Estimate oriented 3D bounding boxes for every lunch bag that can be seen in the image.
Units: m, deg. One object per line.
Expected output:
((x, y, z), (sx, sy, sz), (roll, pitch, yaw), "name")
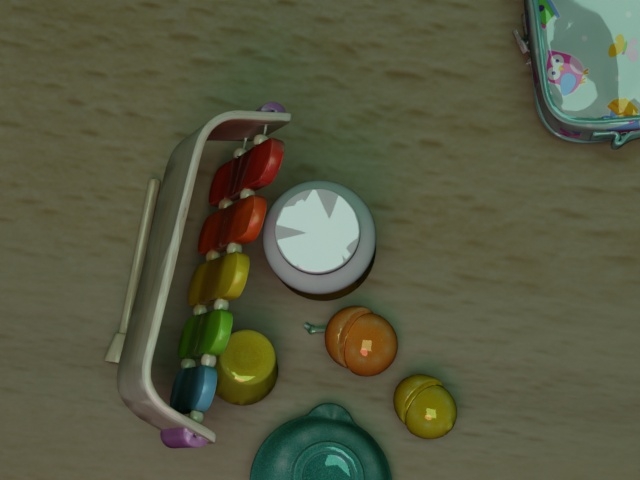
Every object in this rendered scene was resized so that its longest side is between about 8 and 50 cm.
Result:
((0.323, -0.202, 1.591), (0.279, 0.108, 0.224), (-6, 88, 2), "lunch bag")

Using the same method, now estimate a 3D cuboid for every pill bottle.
((0.000, 0.000, 1.543), (0.103, 0.184, 0.103), (0, 85, 2), "pill bottle")

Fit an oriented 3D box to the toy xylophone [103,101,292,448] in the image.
((-0.117, 0.026, 1.537), (0.081, 0.236, 0.323), (16, 87, -16), "toy xylophone")

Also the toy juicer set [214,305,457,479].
((0.037, 0.217, 1.579), (0.209, 0.089, 0.329), (-17, 76, -13), "toy juicer set")
